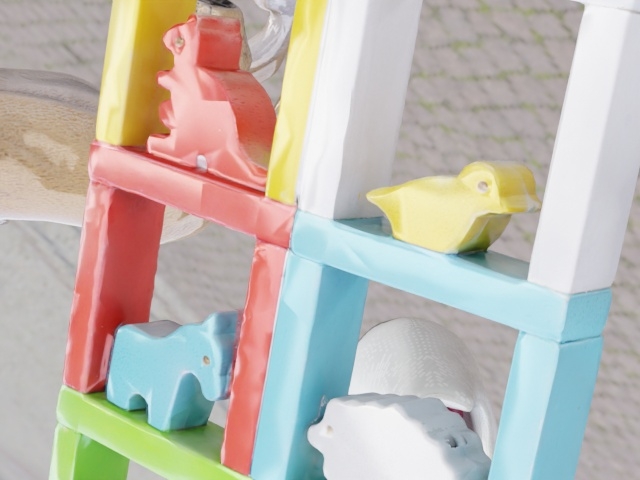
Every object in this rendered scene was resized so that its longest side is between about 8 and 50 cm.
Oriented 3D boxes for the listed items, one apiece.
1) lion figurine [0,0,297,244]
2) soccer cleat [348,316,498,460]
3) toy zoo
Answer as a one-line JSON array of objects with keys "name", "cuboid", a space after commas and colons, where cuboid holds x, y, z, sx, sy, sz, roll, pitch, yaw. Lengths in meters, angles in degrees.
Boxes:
[{"name": "lion figurine", "cuboid": [-0.168, -0.062, 0.900, 0.392, 0.240, 0.142, 9, -158, -17]}, {"name": "soccer cleat", "cuboid": [0.065, 0.215, 0.922, 0.143, 0.116, 0.331, -115, 18, -72]}, {"name": "toy zoo", "cuboid": [0.000, 0.000, 0.442, 0.192, 0.293, 0.030, 18, -166, 37]}]
